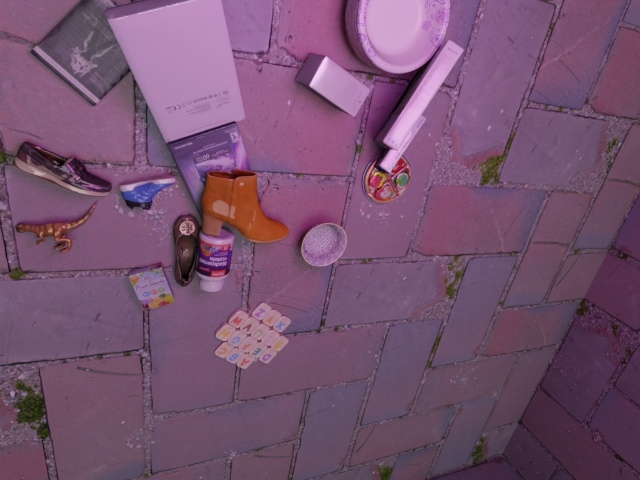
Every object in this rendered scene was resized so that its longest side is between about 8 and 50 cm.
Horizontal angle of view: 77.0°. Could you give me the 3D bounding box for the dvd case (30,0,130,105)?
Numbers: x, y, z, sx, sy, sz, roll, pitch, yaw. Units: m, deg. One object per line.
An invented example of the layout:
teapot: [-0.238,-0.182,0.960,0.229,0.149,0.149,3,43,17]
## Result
dvd case: [-0.539,-0.461,0.967,0.221,0.018,0.164,-44,126,2]

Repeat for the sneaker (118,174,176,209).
sneaker: [-0.482,-0.133,1.145,0.152,0.058,0.084,-14,116,-12]

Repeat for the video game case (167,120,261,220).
video game case: [-0.303,-0.194,1.190,0.196,0.026,0.274,-22,132,-12]

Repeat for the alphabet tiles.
alphabet tiles: [-0.257,0.372,1.548,0.278,0.021,0.284,-45,125,4]

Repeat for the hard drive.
hard drive: [-0.323,-0.405,0.975,0.233,0.047,0.353,-22,154,-12]

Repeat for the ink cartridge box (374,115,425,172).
ink cartridge box: [0.262,-0.322,1.338,0.046,0.097,0.207,33,95,-7]

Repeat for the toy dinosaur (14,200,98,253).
toy dinosaur: [-0.710,-0.028,1.100,0.212,0.064,0.112,-12,120,-18]

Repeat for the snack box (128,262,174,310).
snack box: [-0.539,0.149,1.288,0.100,0.037,0.141,-17,122,-16]

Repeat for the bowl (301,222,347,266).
bowl: [0.000,0.000,1.423,0.170,0.080,0.170,-11,120,-19]

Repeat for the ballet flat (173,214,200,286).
ballet flat: [-0.423,0.039,1.267,0.084,0.058,0.249,2,116,-26]

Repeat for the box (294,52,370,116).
box: [0.034,-0.449,1.162,0.171,0.130,0.091,24,106,-33]

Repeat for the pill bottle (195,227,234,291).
pill bottle: [-0.341,0.062,1.287,0.108,0.108,0.193,2,116,-25]

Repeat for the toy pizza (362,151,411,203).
toy pizza: [0.244,-0.220,1.441,0.201,0.032,0.201,-11,120,-19]

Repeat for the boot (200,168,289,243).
boot: [-0.210,-0.106,1.223,0.295,0.104,0.211,4,123,-26]

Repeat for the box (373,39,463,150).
box: [0.283,-0.427,1.226,0.059,0.232,0.322,32,102,-8]

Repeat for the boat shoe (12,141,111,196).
boat shoe: [-0.650,-0.181,1.033,0.224,0.080,0.073,21,111,-27]

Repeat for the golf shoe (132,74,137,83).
golf shoe: [-0.376,-0.420,1.022,0.186,0.086,0.067,-17,119,-17]

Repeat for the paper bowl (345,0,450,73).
paper bowl: [0.204,-0.627,1.131,0.285,0.148,0.284,-11,121,-19]
